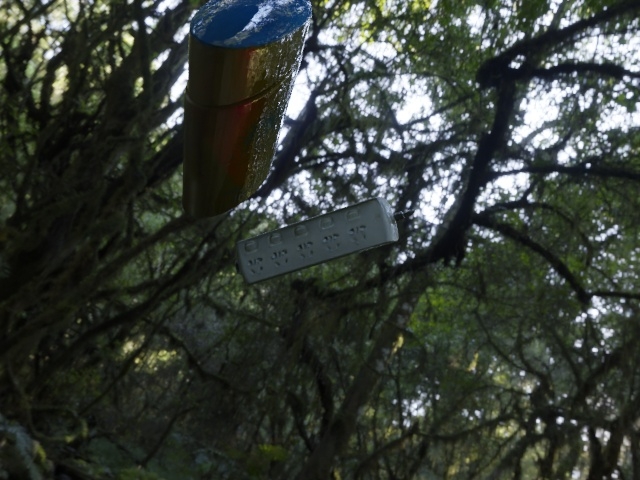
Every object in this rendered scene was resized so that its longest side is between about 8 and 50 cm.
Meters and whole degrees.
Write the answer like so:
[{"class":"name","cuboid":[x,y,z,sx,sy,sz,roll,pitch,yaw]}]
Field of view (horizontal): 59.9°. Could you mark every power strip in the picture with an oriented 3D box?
[{"class":"power strip","cuboid":[0.000,0.000,0.719,0.253,0.060,0.027,-18,-11,12]}]

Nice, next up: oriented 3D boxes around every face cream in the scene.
[{"class":"face cream","cuboid":[-0.082,-0.132,0.566,0.067,0.139,0.285,42,-28,8]}]
